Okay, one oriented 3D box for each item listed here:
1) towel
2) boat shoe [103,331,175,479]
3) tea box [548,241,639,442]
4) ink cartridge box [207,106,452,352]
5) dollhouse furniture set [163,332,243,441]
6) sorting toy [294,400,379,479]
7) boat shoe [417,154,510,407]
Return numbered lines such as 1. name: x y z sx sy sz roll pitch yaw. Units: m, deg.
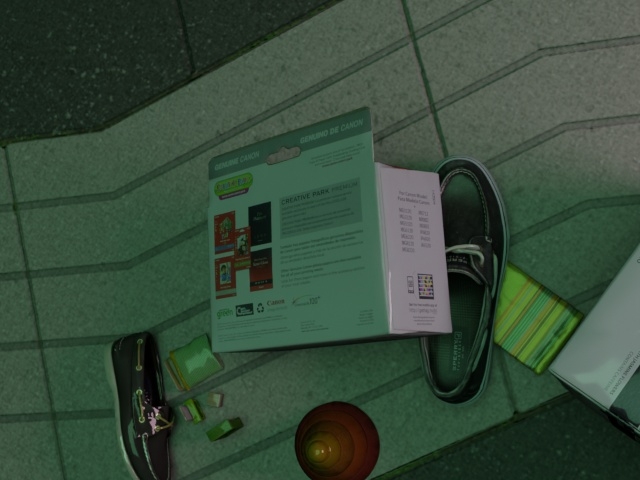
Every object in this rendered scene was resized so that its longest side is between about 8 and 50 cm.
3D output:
1. towel: 0.229 0.071 1.249 0.237 0.021 0.102 37 89 16
2. boat shoe: -0.248 0.242 1.313 0.069 0.081 0.227 -21 75 15
3. tea box: 0.492 0.120 1.035 0.323 0.220 0.329 36 89 26
4. ink cartridge box: 0.000 0.000 1.193 0.309 0.130 0.272 -11 79 42
5. dollhouse furniture set: -0.169 0.210 1.309 0.076 0.058 0.151 -32 76 8
6. sorting toy: 0.053 0.387 1.195 0.127 0.126 0.365 -24 77 10
7. boat shoe: 0.184 0.045 1.190 0.121 0.119 0.335 -3 80 13
